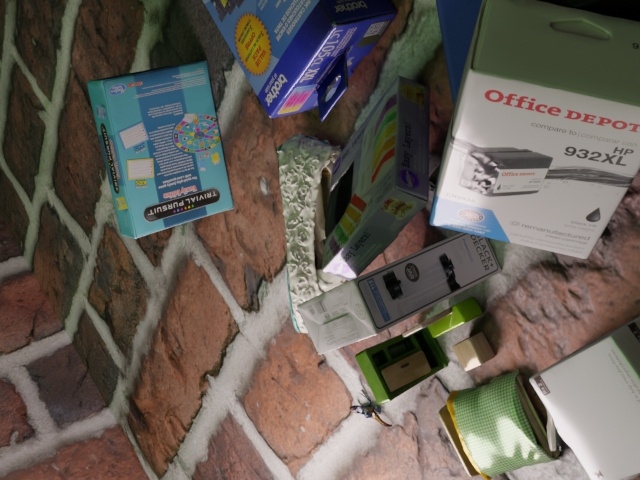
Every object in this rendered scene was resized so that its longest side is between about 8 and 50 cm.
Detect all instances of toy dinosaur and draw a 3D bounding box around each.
[{"bbox_3d":[0.093,0.352,1.775,0.090,0.047,0.082,56,162,2],"label":"toy dinosaur"}]

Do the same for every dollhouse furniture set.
[{"bbox_3d":[0.227,0.276,1.465,0.197,0.151,0.301,-38,76,53],"label":"dollhouse furniture set"}]

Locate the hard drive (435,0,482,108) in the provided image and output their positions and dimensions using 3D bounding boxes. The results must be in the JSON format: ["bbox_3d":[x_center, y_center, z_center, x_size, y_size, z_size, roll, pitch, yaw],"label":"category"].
[{"bbox_3d":[0.265,-0.271,1.248,0.210,0.040,0.318,3,108,52],"label":"hard drive"}]

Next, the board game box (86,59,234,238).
[{"bbox_3d":[-0.340,-0.201,1.888,0.079,0.254,0.335,11,114,51],"label":"board game box"}]

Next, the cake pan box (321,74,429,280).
[{"bbox_3d":[0.089,-0.096,1.427,0.267,0.070,0.245,130,155,-50],"label":"cake pan box"}]

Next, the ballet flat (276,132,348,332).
[{"bbox_3d":[0.000,0.000,1.656,0.147,0.147,0.408,15,118,49],"label":"ballet flat"}]

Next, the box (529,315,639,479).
[{"bbox_3d":[0.424,0.221,1.211,0.180,0.119,0.182,60,143,13],"label":"box"}]

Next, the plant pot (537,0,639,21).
[{"bbox_3d":[0.332,-0.347,1.020,0.187,0.167,0.188,-9,98,53],"label":"plant pot"}]

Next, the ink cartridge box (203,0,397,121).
[{"bbox_3d":[-0.044,-0.401,1.501,0.395,0.151,0.270,59,143,12],"label":"ink cartridge box"}]

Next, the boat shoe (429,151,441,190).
[{"bbox_3d":[0.180,-0.098,1.450,0.035,0.035,0.100,49,133,31],"label":"boat shoe"}]

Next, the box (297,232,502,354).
[{"bbox_3d":[0.128,0.075,1.381,0.169,0.290,0.087,-29,84,52],"label":"box"}]

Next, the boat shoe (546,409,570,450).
[{"bbox_3d":[0.375,0.271,1.367,0.046,0.038,0.125,-74,-22,-79],"label":"boat shoe"}]

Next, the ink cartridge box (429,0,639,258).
[{"bbox_3d":[0.272,-0.127,1.075,0.223,0.129,0.307,13,148,6],"label":"ink cartridge box"}]
